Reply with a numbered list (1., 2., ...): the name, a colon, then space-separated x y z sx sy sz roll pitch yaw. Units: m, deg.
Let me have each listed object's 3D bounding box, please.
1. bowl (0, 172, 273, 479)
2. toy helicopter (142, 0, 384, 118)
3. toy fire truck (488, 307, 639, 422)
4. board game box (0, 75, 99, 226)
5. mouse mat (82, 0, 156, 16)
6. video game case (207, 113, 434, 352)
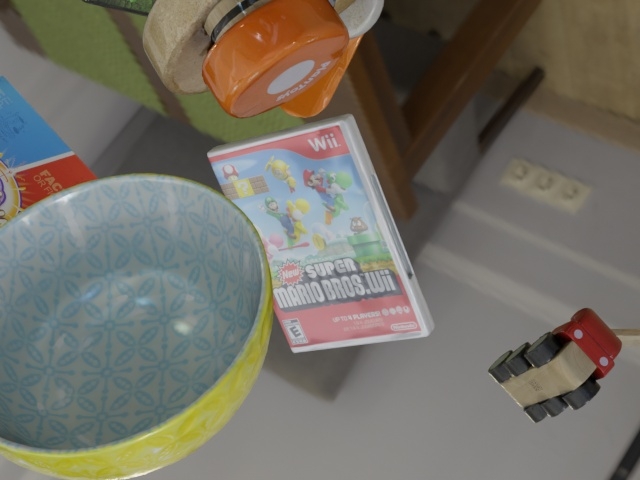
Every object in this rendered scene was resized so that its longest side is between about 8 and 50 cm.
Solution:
1. bowl: -0.167 0.098 1.056 0.289 0.289 0.156 25 150 31
2. toy helicopter: 0.049 -0.197 0.770 0.140 0.355 0.235 56 176 10
3. toy fire truck: 0.432 0.177 1.988 0.158 0.246 0.217 47 157 2
4. board game box: -0.458 -0.049 1.571 0.242 0.316 0.064 46 141 6
5. mouse mat: -0.203 -0.363 1.491 0.153 0.189 0.007 15 169 21
6. video game case: 0.000 0.000 1.473 0.204 0.025 0.285 -10 111 33
